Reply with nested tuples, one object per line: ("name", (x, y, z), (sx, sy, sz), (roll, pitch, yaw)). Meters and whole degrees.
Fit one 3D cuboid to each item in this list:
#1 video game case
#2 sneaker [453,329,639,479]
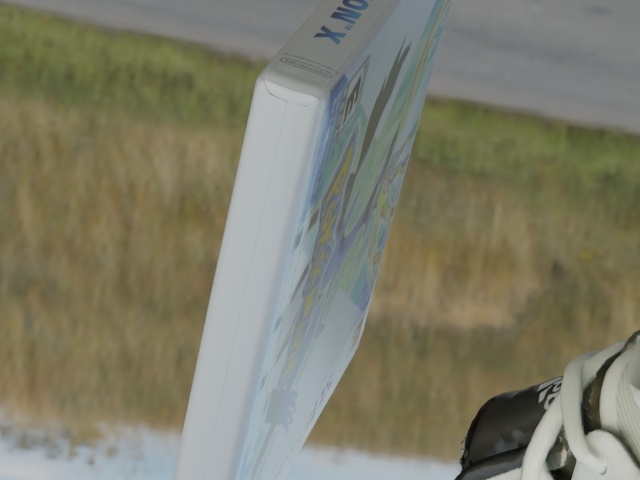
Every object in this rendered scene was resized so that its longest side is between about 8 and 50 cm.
("video game case", (0.000, 0.000, 0.938), (0.036, 0.329, 0.300), (19, -148, 9))
("sneaker", (0.137, 0.044, 0.616), (0.257, 0.448, 0.169), (12, -155, 42))
